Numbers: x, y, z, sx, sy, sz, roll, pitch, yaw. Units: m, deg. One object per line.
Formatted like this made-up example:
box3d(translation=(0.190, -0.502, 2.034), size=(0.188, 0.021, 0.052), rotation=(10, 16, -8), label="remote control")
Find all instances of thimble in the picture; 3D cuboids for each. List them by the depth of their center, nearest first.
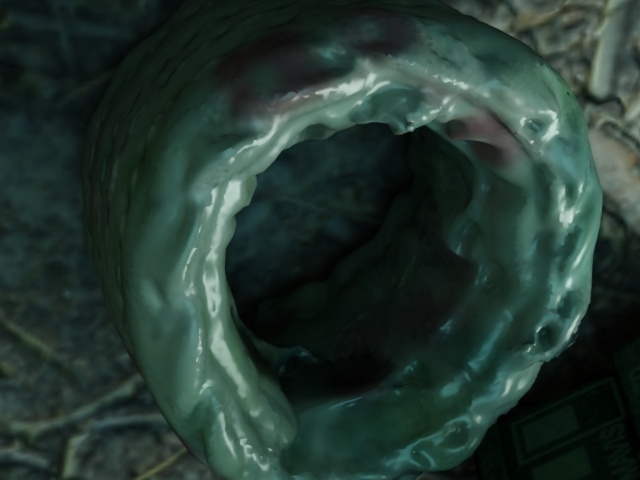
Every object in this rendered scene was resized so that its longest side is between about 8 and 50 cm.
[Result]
box3d(translation=(0.000, 0.000, 0.477), size=(0.185, 0.149, 0.211), rotation=(7, 109, -22), label="thimble")

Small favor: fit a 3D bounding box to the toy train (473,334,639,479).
box3d(translation=(0.176, 0.173, 0.521), size=(0.178, 0.330, 0.138), rotation=(-28, 120, 18), label="toy train")
